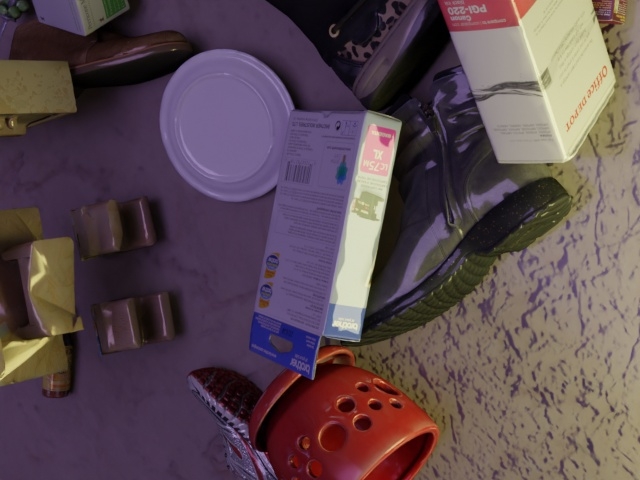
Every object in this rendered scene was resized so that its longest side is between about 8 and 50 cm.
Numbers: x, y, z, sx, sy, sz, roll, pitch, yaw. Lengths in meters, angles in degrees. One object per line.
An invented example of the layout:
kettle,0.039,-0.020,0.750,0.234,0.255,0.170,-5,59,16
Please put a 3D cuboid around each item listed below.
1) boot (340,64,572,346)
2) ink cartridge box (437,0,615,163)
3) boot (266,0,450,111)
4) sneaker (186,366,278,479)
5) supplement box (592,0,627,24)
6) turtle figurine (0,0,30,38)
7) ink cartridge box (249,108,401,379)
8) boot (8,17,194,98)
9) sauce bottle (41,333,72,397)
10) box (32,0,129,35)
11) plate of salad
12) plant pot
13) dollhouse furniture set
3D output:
boot,0.117,-0.039,1.461,0.338,0.118,0.223,-38,70,19
ink cartridge box,0.223,-0.211,1.294,0.092,0.158,0.218,0,129,39
boot,0.070,-0.376,1.428,0.284,0.138,0.377,41,116,18
sneaker,-0.103,0.259,1.596,0.225,0.088,0.093,48,116,16
supplement box,0.315,-0.284,1.353,0.043,0.055,0.083,9,98,27
turtle figurine,-0.478,-0.360,1.639,0.198,0.275,0.266,36,140,-16
ink cartridge box,0.000,0.000,1.464,0.186,0.065,0.311,13,90,61
boot,-0.305,-0.261,1.645,0.305,0.112,0.115,-5,82,29
sauce bottle,-0.376,0.160,1.748,0.042,0.042,0.128,8,100,26
box,-0.323,-0.339,1.605,0.102,0.087,0.101,22,139,35
plate of salad,-0.117,-0.150,1.587,0.199,0.048,0.200,6,107,21
plant pot,0.019,0.238,1.480,0.174,0.191,0.191,41,111,25
dollhouse furniture set,-0.434,-0.011,1.585,0.256,0.362,0.394,-12,89,38
